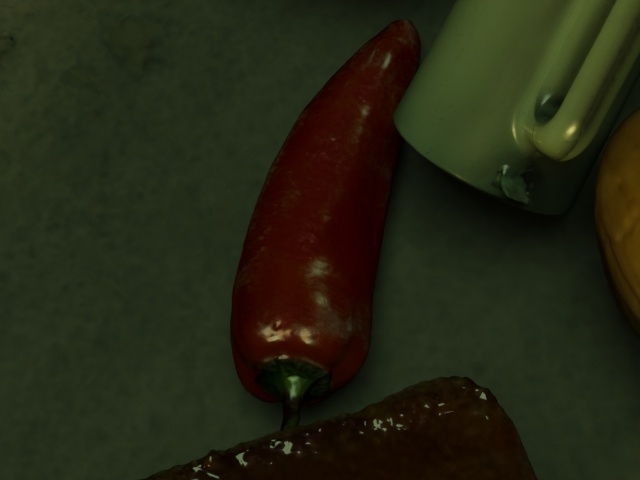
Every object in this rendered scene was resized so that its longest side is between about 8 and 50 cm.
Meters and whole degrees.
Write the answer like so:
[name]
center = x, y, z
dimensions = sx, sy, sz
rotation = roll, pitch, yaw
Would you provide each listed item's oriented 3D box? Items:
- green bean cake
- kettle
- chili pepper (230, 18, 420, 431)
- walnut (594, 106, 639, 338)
[green bean cake]
center = -0.019, 0.141, 0.633
dimensions = 0.232, 0.198, 0.097
rotation = -21, 68, -8
[kettle]
center = 0.105, -0.095, 0.720
dimensions = 0.098, 0.127, 0.148
rotation = 33, 114, 13
[chili pepper]
center = 0.000, 0.000, 0.759
dimensions = 0.071, 0.063, 0.272
rotation = 14, 59, 1
[walnut]
center = 0.214, 0.008, 0.685
dimensions = 0.159, 0.159, 0.206
rotation = -43, 69, -11
